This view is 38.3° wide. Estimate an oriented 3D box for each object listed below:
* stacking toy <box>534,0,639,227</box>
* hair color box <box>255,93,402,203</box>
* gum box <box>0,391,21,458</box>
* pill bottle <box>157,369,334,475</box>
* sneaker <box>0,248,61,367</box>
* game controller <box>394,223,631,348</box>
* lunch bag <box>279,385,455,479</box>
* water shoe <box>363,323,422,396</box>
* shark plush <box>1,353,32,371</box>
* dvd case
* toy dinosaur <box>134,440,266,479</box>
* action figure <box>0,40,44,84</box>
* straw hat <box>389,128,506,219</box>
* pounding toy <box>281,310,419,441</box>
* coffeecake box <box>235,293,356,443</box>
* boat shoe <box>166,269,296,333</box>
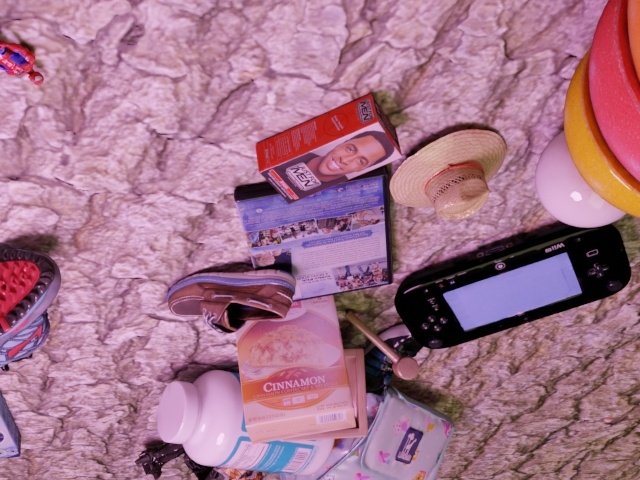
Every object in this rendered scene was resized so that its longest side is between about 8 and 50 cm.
[{"bbox_3d":[0.352,-0.135,0.881,0.350,0.351,0.480,2,164,-17],"label":"stacking toy"},{"bbox_3d":[0.009,-0.097,0.997,0.141,0.043,0.072,-23,144,17],"label":"hair color box"},{"bbox_3d":[-0.562,0.293,1.431,0.157,0.041,0.184,-4,147,-9],"label":"gum box"},{"bbox_3d":[-0.116,0.283,1.437,0.264,0.146,0.146,17,138,-33],"label":"pill bottle"},{"bbox_3d":[-0.387,0.088,1.149,0.262,0.104,0.125,-36,160,33],"label":"sneaker"},{"bbox_3d":[0.265,0.063,1.282,0.319,0.067,0.166,-20,145,14],"label":"game controller"},{"bbox_3d":[0.084,0.361,1.601,0.262,0.160,0.223,-39,134,20],"label":"lunch bag"},{"bbox_3d":[0.097,0.201,1.428,0.073,0.080,0.203,20,136,-37],"label":"water shoe"},{"bbox_3d":[-0.465,0.151,1.239,0.161,0.073,0.067,18,108,-28],"label":"shark plush"},{"bbox_3d":[0.000,0.000,1.159,0.180,0.022,0.253,-10,146,-1],"label":"dvd case"},{"bbox_3d":[-0.197,0.384,1.610,0.218,0.164,0.322,-25,128,-3],"label":"toy dinosaur"},{"bbox_3d":[-0.295,-0.171,0.824,0.038,0.030,0.115,-33,142,23],"label":"action figure"},{"bbox_3d":[0.158,-0.058,1.061,0.144,0.061,0.144,-13,146,-9],"label":"straw hat"},{"bbox_3d":[0.037,0.197,1.367,0.206,0.181,0.094,-2,173,-5],"label":"pounding toy"},{"bbox_3d":[-0.037,0.167,1.249,0.142,0.185,0.068,-9,147,-1],"label":"coffeecake box"},{"bbox_3d":[-0.122,0.081,1.185,0.183,0.066,0.066,-11,142,24],"label":"boat shoe"}]
